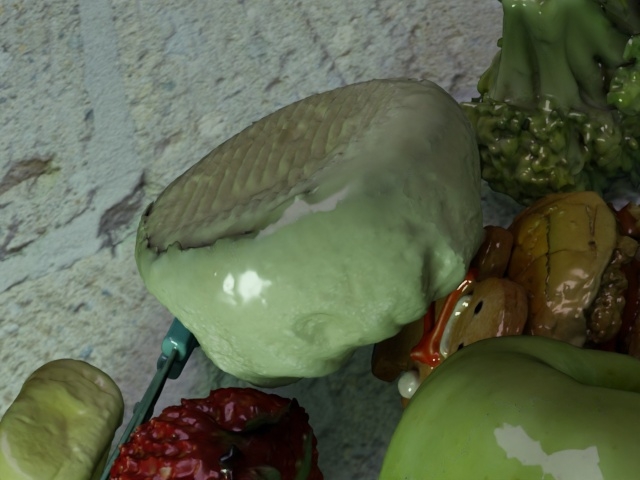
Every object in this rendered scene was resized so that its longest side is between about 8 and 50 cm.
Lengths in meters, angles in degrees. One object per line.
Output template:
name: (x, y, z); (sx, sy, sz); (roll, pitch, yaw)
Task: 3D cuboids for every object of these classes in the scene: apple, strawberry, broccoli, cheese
apple: (0.207, 0.254, 1.317); (0.357, 0.357, 0.357); (-13, 46, 14)
strawberry: (-0.123, 0.264, 1.542); (0.258, 0.261, 0.261); (9, 54, 27)
broccoli: (0.265, -0.206, 1.755); (0.348, 0.281, 0.293); (-27, 56, -2)
cheese: (-0.283, 0.243, 1.666); (0.117, 0.214, 0.226); (24, 42, 4)

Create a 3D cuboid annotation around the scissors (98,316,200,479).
scissors: (-0.171, 0.150, 1.690); (0.029, 0.192, 0.447); (22, 49, 3)

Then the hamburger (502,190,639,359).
hamburger: (0.246, 0.065, 1.561); (0.163, 0.244, 0.244); (25, 55, -5)

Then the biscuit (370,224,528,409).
biscuit: (0.125, 0.074, 1.584); (0.205, 0.049, 0.324); (-64, 17, 4)

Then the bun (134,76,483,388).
bun: (0.000, 0.000, 1.568); (0.360, 0.211, 0.359); (-27, 23, 12)
